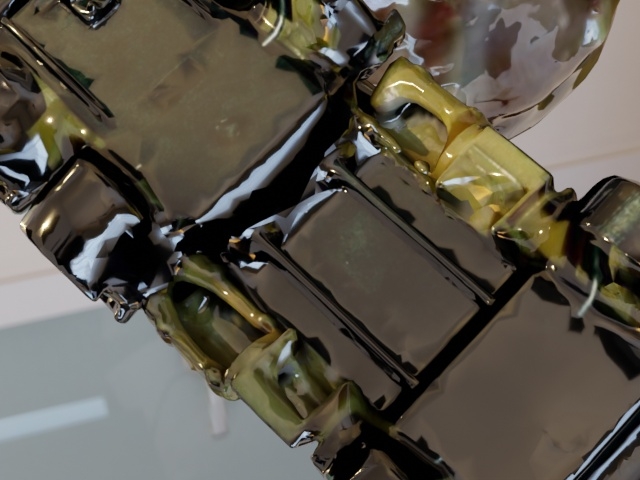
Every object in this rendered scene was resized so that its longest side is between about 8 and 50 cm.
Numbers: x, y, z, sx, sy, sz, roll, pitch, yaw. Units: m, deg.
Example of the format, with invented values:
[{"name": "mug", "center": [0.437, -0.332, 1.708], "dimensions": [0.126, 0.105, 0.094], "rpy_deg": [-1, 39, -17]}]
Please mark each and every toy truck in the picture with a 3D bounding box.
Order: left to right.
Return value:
[{"name": "toy truck", "center": [0.000, -0.001, 0.380], "dimensions": [0.257, 0.127, 0.127], "rpy_deg": [40, 171, 28]}]

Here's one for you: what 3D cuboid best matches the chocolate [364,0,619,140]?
[{"name": "chocolate", "center": [0.001, -0.173, 0.666], "dimensions": [0.210, 0.340, 0.225], "rpy_deg": [61, -152, -67]}]
